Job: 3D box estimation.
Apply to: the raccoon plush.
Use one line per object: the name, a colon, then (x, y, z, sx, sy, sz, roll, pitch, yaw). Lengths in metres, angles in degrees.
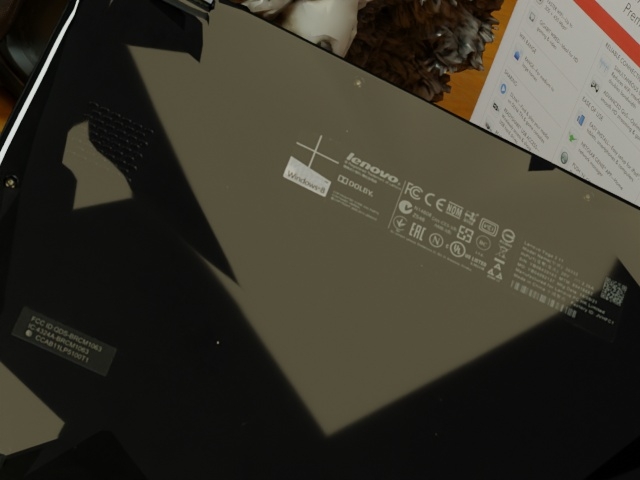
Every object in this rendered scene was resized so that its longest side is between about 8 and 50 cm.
raccoon plush: (-0.046, -0.274, 1.470, 0.299, 0.216, 0.446, 26, 19, -42)

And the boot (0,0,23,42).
boot: (-0.223, -0.232, 1.035, 0.263, 0.229, 0.091, 36, 18, -4)

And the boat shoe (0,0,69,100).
boat shoe: (-0.109, -0.079, 1.081, 0.302, 0.114, 0.091, 34, 13, 33)

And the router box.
router box: (0.216, -0.024, 1.217, 0.082, 0.301, 0.335, 2, 35, -28)

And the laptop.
laptop: (0.018, 0.035, 0.911, 0.382, 0.236, 0.407, 26, 62, -8)
